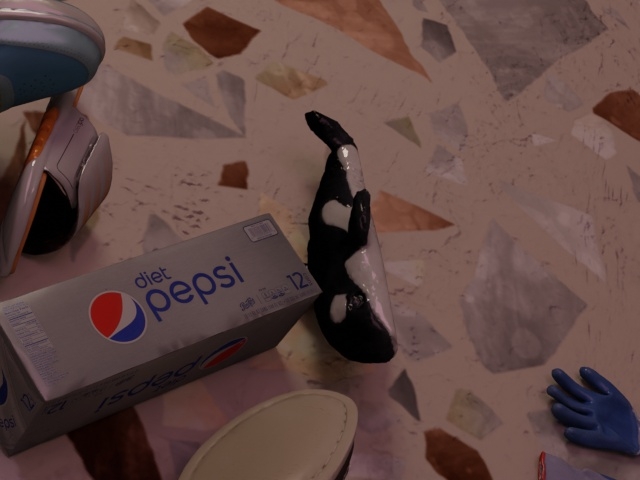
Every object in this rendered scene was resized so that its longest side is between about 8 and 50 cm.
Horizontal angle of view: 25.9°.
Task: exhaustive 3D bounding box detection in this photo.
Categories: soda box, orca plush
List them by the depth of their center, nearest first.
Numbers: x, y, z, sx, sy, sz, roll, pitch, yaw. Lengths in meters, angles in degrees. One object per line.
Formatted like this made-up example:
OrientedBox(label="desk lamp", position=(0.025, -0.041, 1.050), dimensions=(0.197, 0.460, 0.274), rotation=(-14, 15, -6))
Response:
OrientedBox(label="soda box", position=(-0.142, 0.071, 1.135), dimensions=(0.286, 0.098, 0.091), rotation=(-20, 69, -40))
OrientedBox(label="orca plush", position=(0.000, 0.000, 1.281), dimensions=(0.102, 0.151, 0.287), rotation=(-9, 59, 0))

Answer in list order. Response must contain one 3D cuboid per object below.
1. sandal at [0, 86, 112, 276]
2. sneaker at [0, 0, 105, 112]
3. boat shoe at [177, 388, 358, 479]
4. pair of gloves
OrientedBox(label="sandal", position=(-0.213, -0.073, 1.205), dimensions=(0.076, 0.102, 0.265), rotation=(22, 45, -12))
OrientedBox(label="sneaker", position=(-0.316, -0.075, 1.101), dimensions=(0.319, 0.127, 0.208), rotation=(-11, 62, -10))
OrientedBox(label="boat shoe", position=(-0.061, 0.236, 1.057), dimensions=(0.116, 0.097, 0.324), rotation=(6, 33, 26))
OrientedBox(label="pair of gloves", position=(0.280, 0.214, 1.335), dimensions=(0.159, 0.023, 0.198), rotation=(26, 45, -11))
